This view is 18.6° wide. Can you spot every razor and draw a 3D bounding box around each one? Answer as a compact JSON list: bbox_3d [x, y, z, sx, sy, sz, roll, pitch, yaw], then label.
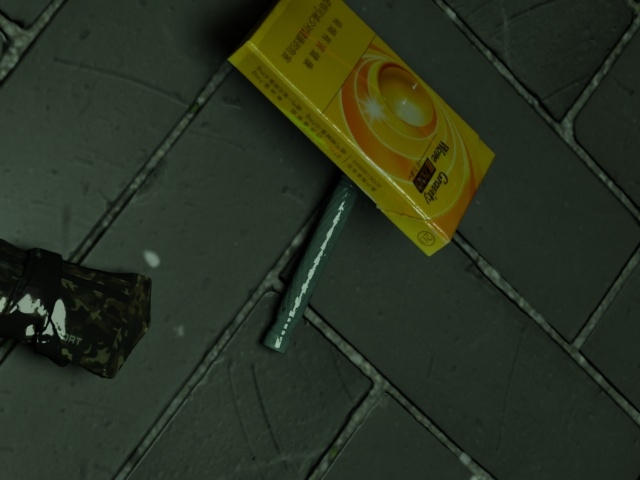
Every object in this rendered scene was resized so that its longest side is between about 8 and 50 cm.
[{"bbox_3d":[0.000,0.000,1.900,0.106,0.068,0.232,29,85,-25],"label":"razor"}]

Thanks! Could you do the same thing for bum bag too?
[{"bbox_3d":[-0.260,0.054,1.745,0.248,0.069,0.102,15,48,-27],"label":"bum bag"}]

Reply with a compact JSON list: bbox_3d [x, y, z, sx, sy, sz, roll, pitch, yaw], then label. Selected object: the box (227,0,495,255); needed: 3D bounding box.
[{"bbox_3d":[0.045,-0.125,1.859,0.269,0.043,0.152,43,43,-11],"label":"box"}]
